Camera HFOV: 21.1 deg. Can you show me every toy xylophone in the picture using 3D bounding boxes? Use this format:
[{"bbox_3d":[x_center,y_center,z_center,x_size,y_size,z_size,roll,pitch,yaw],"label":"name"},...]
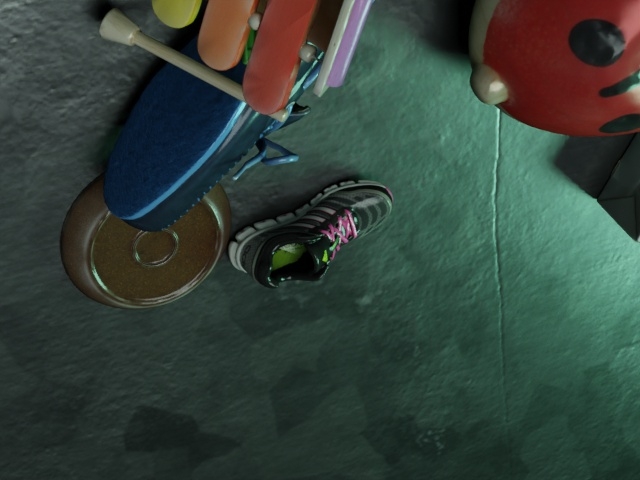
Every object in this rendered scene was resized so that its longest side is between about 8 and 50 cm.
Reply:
[{"bbox_3d":[-0.089,-0.217,1.361,0.081,0.322,0.236,-33,142,-51],"label":"toy xylophone"}]

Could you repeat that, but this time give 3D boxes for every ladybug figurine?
[{"bbox_3d":[0.342,-0.242,1.591,0.449,0.162,0.305,-35,133,-4],"label":"ladybug figurine"}]

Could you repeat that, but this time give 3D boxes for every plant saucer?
[{"bbox_3d":[-0.159,0.001,1.613,0.168,0.029,0.168,-13,127,-18],"label":"plant saucer"}]

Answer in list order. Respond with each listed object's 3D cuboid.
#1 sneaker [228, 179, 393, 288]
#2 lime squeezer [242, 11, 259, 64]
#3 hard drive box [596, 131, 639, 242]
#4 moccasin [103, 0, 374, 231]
[{"bbox_3d":[0.000,0.000,1.657,0.170,0.075,0.063,-23,128,-11],"label":"sneaker"},{"bbox_3d":[-0.036,-0.302,1.395,0.059,0.110,0.310,-12,131,-40],"label":"lime squeezer"},{"bbox_3d":[0.439,-0.067,1.812,0.232,0.089,0.181,16,113,-32],"label":"hard drive box"},{"bbox_3d":[-0.049,-0.135,1.508,0.342,0.138,0.117,-48,139,11],"label":"moccasin"}]
